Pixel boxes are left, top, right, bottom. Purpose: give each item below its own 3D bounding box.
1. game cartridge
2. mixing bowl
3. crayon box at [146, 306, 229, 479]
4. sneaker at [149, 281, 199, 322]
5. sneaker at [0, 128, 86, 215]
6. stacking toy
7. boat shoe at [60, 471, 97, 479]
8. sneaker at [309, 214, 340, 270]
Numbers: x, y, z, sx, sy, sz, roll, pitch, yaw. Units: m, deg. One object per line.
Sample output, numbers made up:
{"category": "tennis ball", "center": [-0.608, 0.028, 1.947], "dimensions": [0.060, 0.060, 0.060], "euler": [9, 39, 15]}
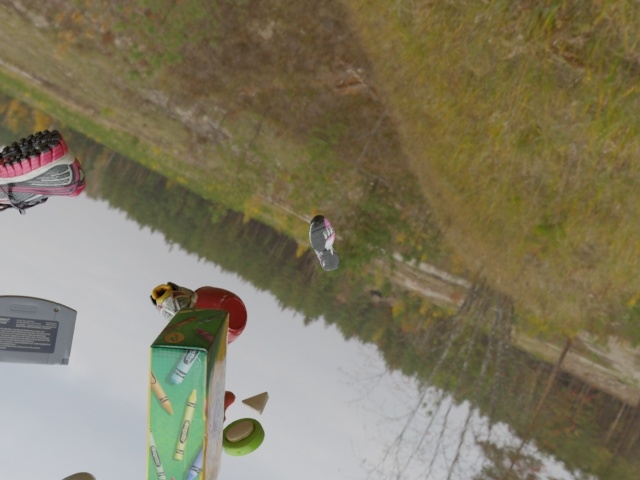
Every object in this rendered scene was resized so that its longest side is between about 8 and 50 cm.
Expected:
{"category": "game cartridge", "center": [-0.880, 0.260, 1.821], "dimensions": [0.298, 0.197, 0.062], "euler": [11, 172, -29]}
{"category": "mixing bowl", "center": [-0.261, 0.201, 1.648], "dimensions": [0.098, 0.181, 0.181], "euler": [-17, 144, 39]}
{"category": "crayon box", "center": [-0.193, 0.256, 0.914], "dimensions": [0.081, 0.278, 0.165], "euler": [5, -168, 0]}
{"category": "sneaker", "center": [-0.323, 0.125, 1.366], "dimensions": [0.092, 0.088, 0.225], "euler": [52, 167, -15]}
{"category": "sneaker", "center": [-0.559, -0.092, 1.088], "dimensions": [0.300, 0.120, 0.112], "euler": [-12, 130, 15]}
{"category": "stacking toy", "center": [-0.307, 0.510, 1.845], "dimensions": [0.280, 0.130, 0.309], "euler": [-10, -154, 8]}
{"category": "boat shoe", "center": [-0.646, 0.779, 1.700], "dimensions": [0.156, 0.136, 0.366], "euler": [46, 140, 31]}
{"category": "sneaker", "center": [0.000, 0.000, 1.729], "dimensions": [0.077, 0.072, 0.178], "euler": [-121, 17, -51]}
